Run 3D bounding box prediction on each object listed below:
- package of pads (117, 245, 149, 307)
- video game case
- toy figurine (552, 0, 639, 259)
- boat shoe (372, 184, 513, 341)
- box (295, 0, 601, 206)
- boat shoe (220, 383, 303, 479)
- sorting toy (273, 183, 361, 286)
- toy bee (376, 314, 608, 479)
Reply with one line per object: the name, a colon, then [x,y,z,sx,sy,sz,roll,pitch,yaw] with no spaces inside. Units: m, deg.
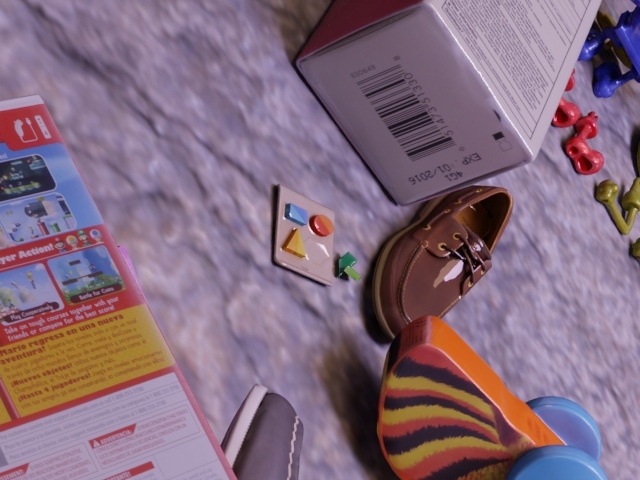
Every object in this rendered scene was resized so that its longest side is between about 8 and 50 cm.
package of pads: [-0.120,0.048,0.865,0.050,0.032,0.083,-22,92,-54]
video game case: [-0.160,0.067,0.721,0.204,0.025,0.285,-16,71,-42]
toy figurine: [0.340,-0.154,1.377,0.363,0.217,0.191,57,39,-16]
boat shoe: [0.092,0.010,1.123,0.064,0.060,0.178,57,39,-17]
box: [0.104,-0.162,1.160,0.149,0.126,0.232,52,40,-22]
boat shoe: [-0.050,0.236,0.786,0.095,0.112,0.335,20,58,-1]
sorting toy: [0.000,0.000,1.052,0.083,0.012,0.062,25,56,-43]
toy bee: [0.139,0.197,1.041,0.298,0.162,0.195,42,18,13]
